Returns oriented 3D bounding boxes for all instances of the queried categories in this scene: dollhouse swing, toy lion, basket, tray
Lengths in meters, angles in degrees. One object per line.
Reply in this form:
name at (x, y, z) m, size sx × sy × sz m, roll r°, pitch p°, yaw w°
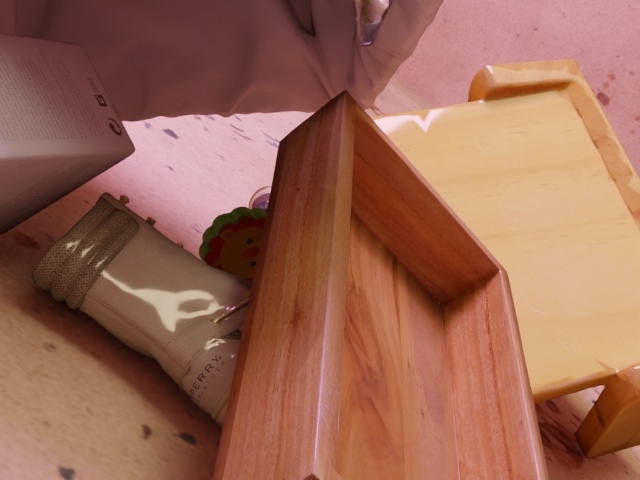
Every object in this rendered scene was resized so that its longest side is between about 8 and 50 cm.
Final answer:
dollhouse swing at (0.169, 0.046, 1.036) m, size 0.315 × 0.305 × 0.346 m, roll 84°, pitch -14°, yaw -65°
toy lion at (-0.046, 0.013, 0.835) m, size 0.034 × 0.096 × 0.100 m, roll -125°, pitch -164°, yaw -49°
basket at (-0.105, -0.245, 0.707) m, size 0.332 × 0.266 × 0.328 m, roll -3°, pitch -9°, yaw -8°
tray at (0.047, 0.078, 0.640) m, size 0.203 × 0.076 × 0.411 m, roll 46°, pitch 21°, yaw -20°

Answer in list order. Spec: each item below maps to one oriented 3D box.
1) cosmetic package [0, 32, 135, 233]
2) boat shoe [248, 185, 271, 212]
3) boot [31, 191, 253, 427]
cosmetic package at (-0.208, -0.051, 0.559) m, size 0.085 × 0.117 × 0.231 m, roll 62°, pitch 17°, yaw 4°
boat shoe at (0.000, 0.000, 1.023) m, size 0.152 × 0.056 × 0.049 m, roll 22°, pitch 23°, yaw -13°
boot at (-0.085, 0.032, 0.701) m, size 0.165 × 0.077 × 0.213 m, roll 34°, pitch 16°, yaw 1°
